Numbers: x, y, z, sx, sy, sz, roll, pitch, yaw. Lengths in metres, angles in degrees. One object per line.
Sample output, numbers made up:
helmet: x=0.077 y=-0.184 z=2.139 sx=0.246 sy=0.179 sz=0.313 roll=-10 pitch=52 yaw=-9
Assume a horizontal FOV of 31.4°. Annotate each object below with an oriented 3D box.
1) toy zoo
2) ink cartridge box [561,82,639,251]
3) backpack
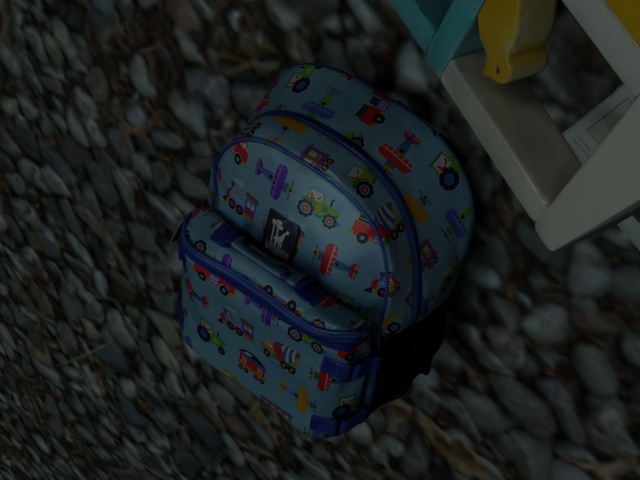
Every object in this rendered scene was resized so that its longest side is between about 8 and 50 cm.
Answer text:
toy zoo: x=0.082 y=-0.128 z=0.409 sx=0.293 sy=0.030 sz=0.192 roll=60 pitch=150 yaw=20
ink cartridge box: x=0.190 y=-0.029 z=0.451 sx=0.145 sy=0.045 sz=0.179 roll=50 pitch=156 yaw=3
backpack: x=0.000 y=0.000 z=0.626 sx=0.158 sy=0.117 sz=0.173 roll=36 pitch=140 yaw=21
